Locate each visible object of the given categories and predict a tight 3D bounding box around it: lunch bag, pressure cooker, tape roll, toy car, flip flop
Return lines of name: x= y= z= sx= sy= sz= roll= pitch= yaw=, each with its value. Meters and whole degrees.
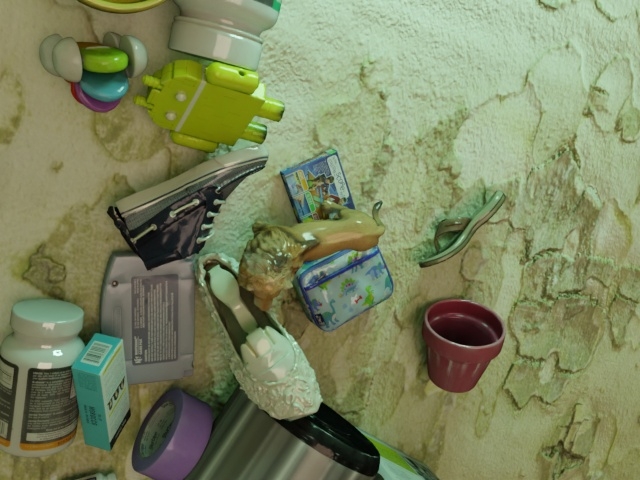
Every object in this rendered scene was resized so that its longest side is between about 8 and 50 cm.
lunch bag: x=0.050 y=0.094 z=1.580 sx=0.219 sy=0.090 sz=0.176 roll=-25 pitch=111 yaw=-15
pressure cooker: x=-0.116 y=0.542 z=1.483 sx=0.370 sy=0.375 sz=0.420 roll=37 pitch=85 yaw=-30
tape roll: x=-0.320 y=0.421 z=1.462 sx=0.080 sy=0.189 sz=0.189 roll=34 pitch=90 yaw=-25
toy car: x=-0.405 y=-0.301 z=1.222 sx=0.159 sy=0.182 sz=0.136 roll=-14 pitch=116 yaw=-34
flip flop: x=0.337 y=-0.034 z=1.661 sx=0.277 sy=0.112 sz=0.080 roll=-44 pitch=91 yaw=-3

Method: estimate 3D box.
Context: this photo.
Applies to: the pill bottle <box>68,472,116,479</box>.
pill bottle: x=-0.508 y=0.550 z=1.489 sx=0.120 sy=0.067 sz=0.067 roll=-9 pitch=109 yaw=-20

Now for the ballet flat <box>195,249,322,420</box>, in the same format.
ballet flat: x=-0.146 y=0.180 z=1.360 sx=0.147 sy=0.409 sz=0.147 roll=-28 pitch=151 yaw=-18

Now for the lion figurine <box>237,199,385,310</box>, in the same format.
lion figurine: x=0.000 y=0.000 z=1.399 sx=0.392 sy=0.240 sz=0.142 roll=-24 pitch=106 yaw=-14

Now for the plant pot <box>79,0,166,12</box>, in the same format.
plant pot: x=-0.352 y=-0.513 z=1.145 sx=0.254 sy=0.239 sz=0.254 roll=-7 pitch=108 yaw=-21

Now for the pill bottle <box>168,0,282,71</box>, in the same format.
pill bottle: x=-0.159 y=-0.510 z=1.247 sx=0.204 sy=0.204 sz=0.361 roll=9 pitch=102 yaw=-25

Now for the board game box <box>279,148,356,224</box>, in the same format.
board game box: x=0.004 y=-0.088 z=1.534 sx=0.136 sy=0.035 sz=0.201 roll=-25 pitch=113 yaw=-14

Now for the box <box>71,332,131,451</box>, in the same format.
box: x=-0.440 y=0.309 z=1.375 sx=0.060 sy=0.100 sz=0.244 roll=13 pitch=128 yaw=6

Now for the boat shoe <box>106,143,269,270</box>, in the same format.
boat shoe: x=-0.239 y=-0.063 z=1.372 sx=0.341 sy=0.127 sz=0.158 roll=-25 pitch=92 yaw=-5

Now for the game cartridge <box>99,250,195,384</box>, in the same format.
game cartridge: x=-0.367 y=0.162 z=1.444 sx=0.196 sy=0.060 sz=0.294 roll=-3 pitch=106 yaw=-26

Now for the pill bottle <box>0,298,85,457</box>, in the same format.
pill bottle: x=-0.549 y=0.266 z=1.335 sx=0.162 sy=0.162 sz=0.278 roll=6 pitch=103 yaw=-24

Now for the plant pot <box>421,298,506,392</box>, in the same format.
plant pot: x=0.348 y=0.275 z=1.710 sx=0.201 sy=0.201 sz=0.180 roll=-7 pitch=123 yaw=-21

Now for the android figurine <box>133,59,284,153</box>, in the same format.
android figurine: x=-0.216 y=-0.257 z=1.304 sx=0.273 sy=0.248 sz=0.056 roll=12 pitch=60 yaw=-28

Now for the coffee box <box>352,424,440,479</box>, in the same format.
coffee box: x=0.140 y=0.714 z=1.661 sx=0.338 sy=0.334 sz=0.337 roll=37 pitch=89 yaw=-27
